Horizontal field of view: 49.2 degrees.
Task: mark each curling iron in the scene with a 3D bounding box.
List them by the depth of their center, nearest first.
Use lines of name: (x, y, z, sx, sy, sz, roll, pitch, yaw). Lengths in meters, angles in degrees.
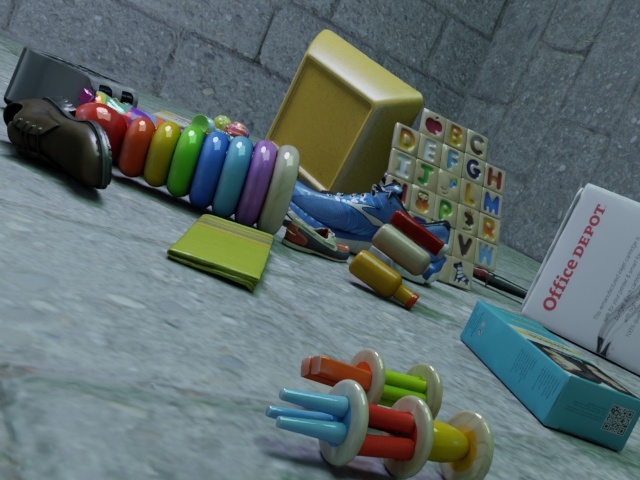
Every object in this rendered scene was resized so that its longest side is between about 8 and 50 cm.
curling iron: (0.365, 0.085, 1.562, 0.274, 0.035, 0.068, 25, 18, 5)

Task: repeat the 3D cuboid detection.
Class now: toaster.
toaster: (-0.428, -0.245, 1.205, 0.186, 0.110, 0.168, 25, 8, 10)

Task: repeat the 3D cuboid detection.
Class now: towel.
towel: (-0.112, 0.009, 0.829, 0.102, 0.021, 0.237, 18, 10, -4)

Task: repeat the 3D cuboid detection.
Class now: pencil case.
pencil case: (-0.272, -0.157, 1.111, 0.237, 0.104, 0.104, 23, 8, -26)

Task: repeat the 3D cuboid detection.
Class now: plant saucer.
plant saucer: (0.017, -0.250, 1.533, 0.081, 0.332, 0.333, -4, 39, -50)

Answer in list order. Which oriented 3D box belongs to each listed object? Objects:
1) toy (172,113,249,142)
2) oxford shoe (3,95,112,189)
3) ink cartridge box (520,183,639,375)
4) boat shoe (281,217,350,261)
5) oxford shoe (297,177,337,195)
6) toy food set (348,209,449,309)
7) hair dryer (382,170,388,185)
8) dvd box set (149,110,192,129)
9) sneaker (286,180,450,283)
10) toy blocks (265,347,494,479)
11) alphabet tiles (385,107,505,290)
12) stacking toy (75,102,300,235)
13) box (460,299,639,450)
toy: (-0.203, -0.239, 1.528, 0.137, 0.056, 0.237, 29, 10, 18)
oxford shoe: (-0.330, -0.117, 0.865, 0.096, 0.082, 0.227, -10, 30, -41)
ink cartridge box: (0.627, 0.101, 1.325, 0.395, 0.285, 0.166, 28, 8, 22)
boat shoe: (0.000, 0.000, 1.085, 0.137, 0.043, 0.049, 17, 9, -42)
oxford shoe: (-0.021, -0.070, 1.428, 0.212, 0.076, 0.076, 32, -18, 52)
toy food set: (0.129, 0.027, 1.068, 0.105, 0.111, 0.232, 38, 10, 8)
hair dryer: (0.272, -0.048, 1.720, 0.293, 0.080, 0.223, 53, 3, 27)
dvd box set: (-0.242, -0.198, 1.564, 0.308, 0.062, 0.420, 23, 9, -9)
sneaker: (0.078, -0.050, 1.247, 0.330, 0.147, 0.130, 23, 9, -1)
toy blocks: (0.026, 0.109, 0.472, 0.148, 0.054, 0.123, 19, 11, -25)
alphabet tiles: (0.251, -0.084, 1.396, 0.285, 0.342, 0.011, 20, -21, -24)
stacking toy: (-0.204, -0.112, 1.013, 0.331, 0.141, 0.141, 15, 10, -9)
box: (0.259, 0.148, 0.824, 0.101, 0.060, 0.244, 21, 9, -14)
